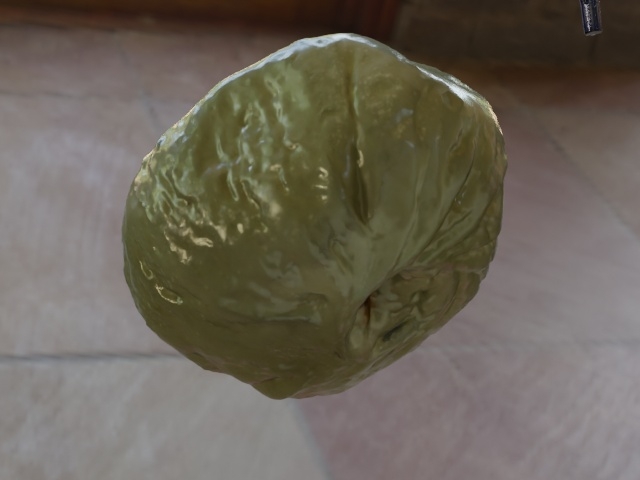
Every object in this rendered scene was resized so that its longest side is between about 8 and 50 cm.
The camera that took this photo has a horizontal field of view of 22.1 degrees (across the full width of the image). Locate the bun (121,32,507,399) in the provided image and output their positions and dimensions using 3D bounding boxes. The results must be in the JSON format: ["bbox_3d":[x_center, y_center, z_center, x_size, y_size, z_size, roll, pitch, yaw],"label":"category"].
[{"bbox_3d":[0.000,0.000,0.960,0.243,0.244,0.153,0,46,-22],"label":"bun"}]

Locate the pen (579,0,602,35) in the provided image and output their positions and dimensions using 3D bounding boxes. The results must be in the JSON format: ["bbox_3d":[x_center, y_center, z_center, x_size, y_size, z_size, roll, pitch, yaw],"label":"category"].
[{"bbox_3d":[0.264,-0.309,1.654,0.025,0.204,0.025,-6,-1,0],"label":"pen"}]
